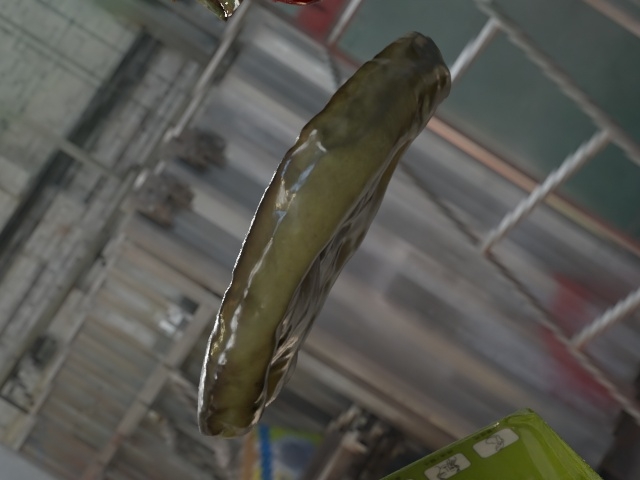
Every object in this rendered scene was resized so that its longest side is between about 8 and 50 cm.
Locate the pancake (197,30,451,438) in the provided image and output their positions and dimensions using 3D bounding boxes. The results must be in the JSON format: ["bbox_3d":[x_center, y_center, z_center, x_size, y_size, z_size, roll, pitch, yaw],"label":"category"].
[{"bbox_3d":[0.000,0.000,0.936,0.294,0.049,0.294,-59,-7,-11],"label":"pancake"}]

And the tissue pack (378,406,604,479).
[{"bbox_3d":[0.079,0.278,1.073,0.274,0.200,0.167,-24,32,-11],"label":"tissue pack"}]

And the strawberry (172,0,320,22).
[{"bbox_3d":[-0.028,-0.330,0.940,0.295,0.317,0.345,26,79,49],"label":"strawberry"}]
